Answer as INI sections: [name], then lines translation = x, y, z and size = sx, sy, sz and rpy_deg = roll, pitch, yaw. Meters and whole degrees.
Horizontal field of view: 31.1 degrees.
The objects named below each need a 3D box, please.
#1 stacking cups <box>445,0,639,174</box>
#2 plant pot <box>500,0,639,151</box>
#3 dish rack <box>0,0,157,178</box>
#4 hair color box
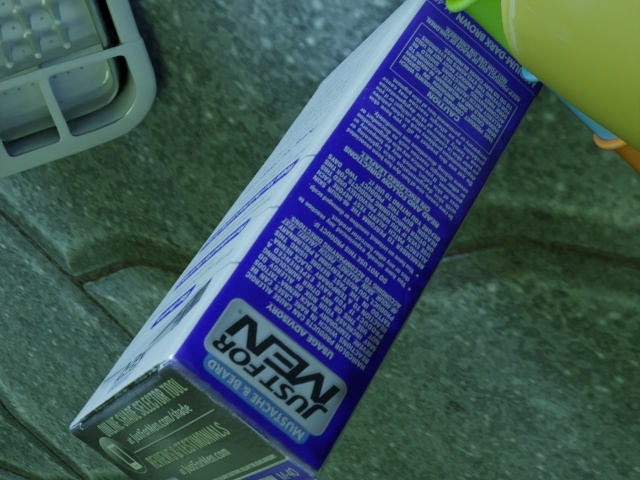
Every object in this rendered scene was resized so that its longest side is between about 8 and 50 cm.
[stacking cups]
translation = 0.174, -0.108, 0.668
size = 0.316, 0.096, 0.096
rpy_deg = 39, 148, -13
[plant pot]
translation = 0.124, -0.197, 0.464
size = 0.239, 0.254, 0.254
rpy_deg = 40, 152, 22
[dish rack]
translation = -0.298, -0.187, 0.882
size = 0.333, 0.285, 0.072
rpy_deg = 77, 171, -48
[hair color box]
translation = 0.000, 0.000, 0.726
size = 0.110, 0.339, 0.185
rpy_deg = 41, 148, -9
